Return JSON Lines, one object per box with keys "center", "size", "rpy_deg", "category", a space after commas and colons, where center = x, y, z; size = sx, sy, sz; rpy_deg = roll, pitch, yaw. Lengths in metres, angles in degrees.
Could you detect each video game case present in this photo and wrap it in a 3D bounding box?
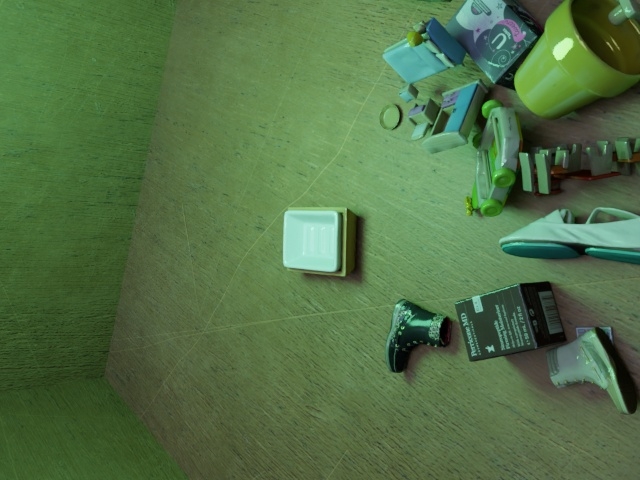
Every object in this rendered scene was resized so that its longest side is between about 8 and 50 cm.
{"center": [0.689, 0.277, 1.605], "size": [0.087, 0.011, 0.122], "rpy_deg": [-9, 84, 45], "category": "video game case"}

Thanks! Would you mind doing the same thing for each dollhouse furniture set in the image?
{"center": [0.604, -0.162, 1.540], "size": [0.259, 0.262, 0.135], "rpy_deg": [-139, 40, -76], "category": "dollhouse furniture set"}
{"center": [0.257, -0.409, 1.768], "size": [0.286, 0.303, 0.198], "rpy_deg": [-10, 48, 53], "category": "dollhouse furniture set"}

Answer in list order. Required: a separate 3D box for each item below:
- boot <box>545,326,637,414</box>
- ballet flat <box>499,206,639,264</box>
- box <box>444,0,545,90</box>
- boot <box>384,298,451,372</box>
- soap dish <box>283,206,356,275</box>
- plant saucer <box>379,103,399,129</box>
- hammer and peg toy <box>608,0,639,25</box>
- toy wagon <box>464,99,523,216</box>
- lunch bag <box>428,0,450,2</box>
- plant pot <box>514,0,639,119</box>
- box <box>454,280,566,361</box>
{"center": [0.658, 0.340, 1.574], "size": [0.165, 0.077, 0.213], "rpy_deg": [-38, 59, 39], "category": "boot"}
{"center": [0.645, -0.017, 1.584], "size": [0.400, 0.139, 0.139], "rpy_deg": [3, 92, 41], "category": "ballet flat"}
{"center": [0.482, -0.545, 1.716], "size": [0.163, 0.142, 0.247], "rpy_deg": [-50, 57, 34], "category": "box"}
{"center": [0.295, 0.311, 1.954], "size": [0.179, 0.085, 0.236], "rpy_deg": [14, 100, 42], "category": "boot"}
{"center": [0.000, 0.000, 2.226], "size": [0.291, 0.118, 0.228], "rpy_deg": [3, 92, 45], "category": "soap dish"}
{"center": [0.225, -0.397, 2.068], "size": [0.083, 0.015, 0.083], "rpy_deg": [1, 92, 45], "category": "plant saucer"}
{"center": [0.697, -0.642, 1.417], "size": [0.127, 0.266, 0.361], "rpy_deg": [-38, 63, 59], "category": "hammer and peg toy"}
{"center": [0.456, -0.193, 1.720], "size": [0.344, 0.068, 0.267], "rpy_deg": [93, -179, -54], "category": "toy wagon"}
{"center": [0.227, -0.810, 1.908], "size": [0.287, 0.235, 0.168], "rpy_deg": [26, 114, 42], "category": "lunch bag"}
{"center": [0.606, -0.420, 1.538], "size": [0.239, 0.254, 0.254], "rpy_deg": [-46, 58, 54], "category": "plant pot"}
{"center": [0.497, 0.212, 1.688], "size": [0.203, 0.167, 0.168], "rpy_deg": [-25, 73, 43], "category": "box"}
